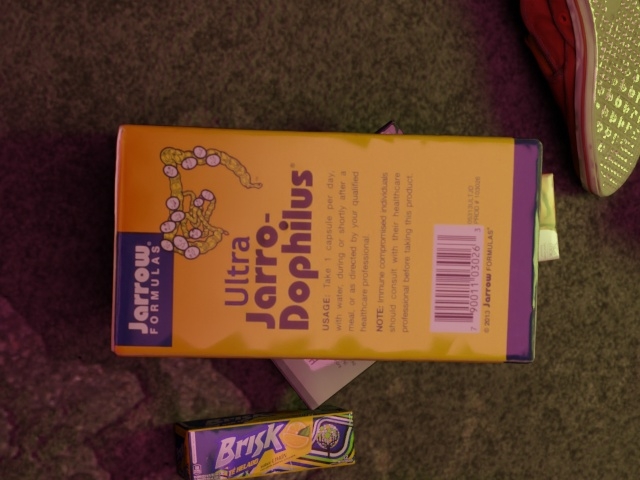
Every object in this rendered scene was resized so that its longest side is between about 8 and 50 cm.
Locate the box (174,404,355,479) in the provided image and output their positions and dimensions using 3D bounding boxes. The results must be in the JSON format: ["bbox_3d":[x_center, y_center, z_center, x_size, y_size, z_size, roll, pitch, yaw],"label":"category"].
[{"bbox_3d":[-0.055,0.198,1.304,0.168,0.059,0.054,-5,92,-20],"label":"box"}]

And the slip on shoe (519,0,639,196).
[{"bbox_3d":[0.270,-0.204,1.389,0.123,0.101,0.331,-32,117,-35],"label":"slip on shoe"}]

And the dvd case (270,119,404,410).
[{"bbox_3d":[0.031,0.025,1.307,0.238,0.029,0.179,-38,96,-1],"label":"dvd case"}]

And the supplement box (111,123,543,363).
[{"bbox_3d":[0.000,0.000,1.190,0.356,0.194,0.195,1,93,-5],"label":"supplement box"}]

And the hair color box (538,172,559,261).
[{"bbox_3d":[0.158,-0.017,1.375,0.167,0.053,0.093,-7,94,-20],"label":"hair color box"}]
